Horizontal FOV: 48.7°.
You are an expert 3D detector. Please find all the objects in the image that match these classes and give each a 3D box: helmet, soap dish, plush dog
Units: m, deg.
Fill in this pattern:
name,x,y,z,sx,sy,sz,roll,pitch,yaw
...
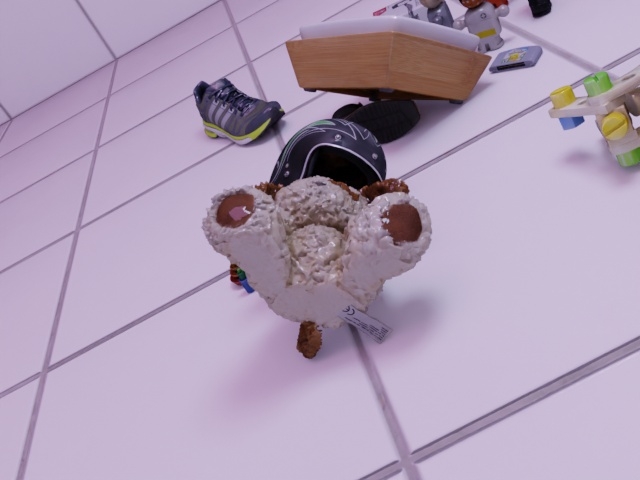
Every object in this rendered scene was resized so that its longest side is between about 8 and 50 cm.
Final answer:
name,x,y,z,sx,sy,sz,roll,pitch,yaw
helmet,0.016,-0.101,1.051,0.161,0.169,0.169,-50,32,-1
soap dish,0.109,-0.308,1.230,0.228,0.118,0.290,0,10,-37
plush dog,0.000,0.000,0.889,0.262,0.211,0.225,3,36,4

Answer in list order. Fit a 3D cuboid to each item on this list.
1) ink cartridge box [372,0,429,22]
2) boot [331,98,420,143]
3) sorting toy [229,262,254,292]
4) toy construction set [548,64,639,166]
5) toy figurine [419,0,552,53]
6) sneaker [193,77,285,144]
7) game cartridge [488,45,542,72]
name,x,y,z,sx,sy,sz,roll,pitch,yaw
ink cartridge box,0.197,-0.494,1.566,0.150,0.063,0.109,-21,32,16
boot,0.087,-0.227,1.266,0.197,0.077,0.137,-14,29,24
sorting toy,-0.102,0.043,1.057,0.102,0.042,0.061,-6,38,35
toy construction set,0.405,-0.137,0.773,0.215,0.151,0.328,-26,31,9
toy figurine,0.311,-0.475,1.356,0.209,0.148,0.213,-36,31,-9
sneaker,-0.193,-0.289,1.544,0.300,0.121,0.111,13,51,49
game cartridge,0.340,-0.317,1.230,0.083,0.017,0.056,0,38,40
